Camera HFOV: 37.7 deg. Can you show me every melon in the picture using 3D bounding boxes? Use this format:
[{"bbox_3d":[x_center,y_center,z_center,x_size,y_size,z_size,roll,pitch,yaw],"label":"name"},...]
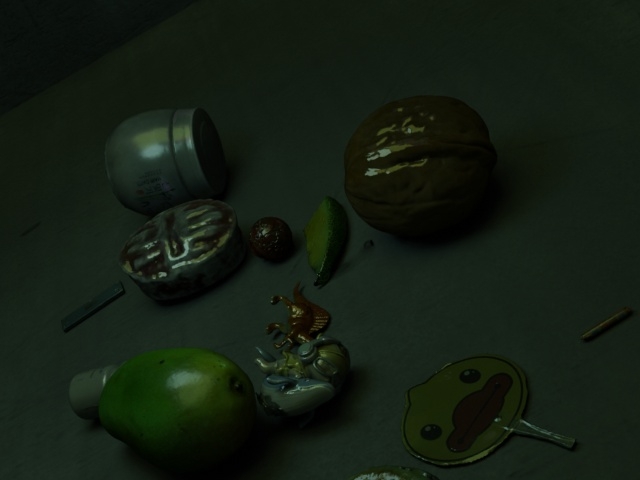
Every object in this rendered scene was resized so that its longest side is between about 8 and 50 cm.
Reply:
[{"bbox_3d":[0.000,0.001,2.045,0.114,0.053,0.261,-26,33,22],"label":"melon"}]

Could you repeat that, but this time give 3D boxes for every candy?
[{"bbox_3d":[-0.313,0.023,2.168,0.290,0.157,0.214,-22,49,2],"label":"candy"}]

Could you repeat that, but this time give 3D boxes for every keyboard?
[{"bbox_3d":[-0.562,0.162,2.310,0.176,0.014,0.055,-34,33,-4],"label":"keyboard"}]

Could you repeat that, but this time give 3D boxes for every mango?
[{"bbox_3d":[-0.274,0.311,1.724,0.382,0.225,0.201,-9,-1,39],"label":"mango"}]

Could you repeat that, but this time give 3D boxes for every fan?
[{"bbox_3d":[0.264,0.280,1.514,0.335,0.011,0.229,10,52,45],"label":"fan"}]

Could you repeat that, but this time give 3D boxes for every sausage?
[{"bbox_3d":[0.467,0.136,1.534,0.100,0.015,0.015,-32,34,0],"label":"sausage"}]

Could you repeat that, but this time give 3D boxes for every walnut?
[{"bbox_3d":[0.201,-0.151,1.901,0.313,0.252,0.277,-8,39,15],"label":"walnut"}]

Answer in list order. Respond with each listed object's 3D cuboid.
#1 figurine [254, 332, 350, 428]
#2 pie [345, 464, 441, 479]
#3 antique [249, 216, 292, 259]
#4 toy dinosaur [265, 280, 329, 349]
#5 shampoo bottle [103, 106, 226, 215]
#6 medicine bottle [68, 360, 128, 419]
[{"bbox_3d":[-0.038,0.245,1.700,0.184,0.128,0.208,-42,31,-18],"label":"figurine"},{"bbox_3d":[0.090,0.460,1.373,0.303,0.067,0.302,-20,35,15],"label":"pie"},{"bbox_3d":[-0.110,-0.006,2.094,0.104,0.104,0.104,-21,35,16],"label":"antique"},{"bbox_3d":[-0.036,0.151,1.878,0.142,0.057,0.212,5,49,27],"label":"toy dinosaur"},{"bbox_3d":[-0.392,-0.205,2.414,0.266,0.273,0.273,-11,38,14],"label":"shampoo bottle"},{"bbox_3d":[-0.427,0.308,1.938,0.168,0.105,0.105,-16,37,23],"label":"medicine bottle"}]
